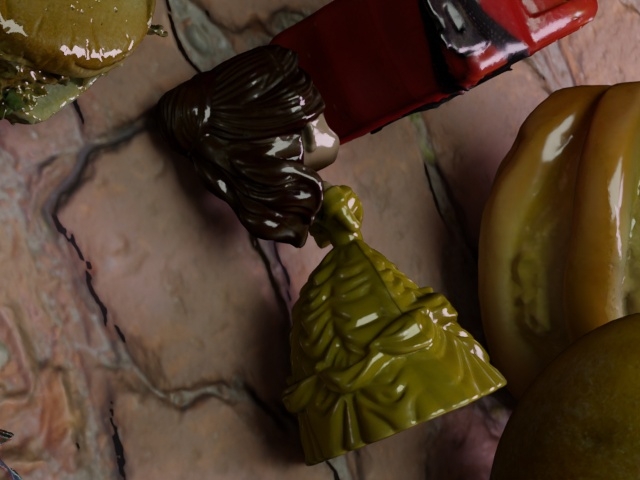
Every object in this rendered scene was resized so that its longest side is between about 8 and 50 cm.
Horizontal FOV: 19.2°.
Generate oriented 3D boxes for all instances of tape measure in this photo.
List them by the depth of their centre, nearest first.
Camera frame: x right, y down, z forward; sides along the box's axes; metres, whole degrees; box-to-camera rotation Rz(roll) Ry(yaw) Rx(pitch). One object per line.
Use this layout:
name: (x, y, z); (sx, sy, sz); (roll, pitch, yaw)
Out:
tape measure: (0.104, -0.174, 1.523); (0.260, 0.253, 0.114); (-26, 92, -39)

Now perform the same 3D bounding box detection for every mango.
mango: (0.241, 0.226, 1.517); (0.199, 0.221, 0.384); (-15, 127, -28)

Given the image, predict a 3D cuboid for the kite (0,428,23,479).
kite: (-0.268, 0.170, 1.248); (0.160, 0.010, 0.183); (56, 45, -12)

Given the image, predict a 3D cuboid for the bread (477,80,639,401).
bread: (0.268, 0.020, 1.611); (0.211, 0.270, 0.315); (-82, 168, -68)

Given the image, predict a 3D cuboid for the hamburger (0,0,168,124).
hamburger: (-0.219, -0.193, 1.318); (0.189, 0.122, 0.215); (-40, 103, -48)

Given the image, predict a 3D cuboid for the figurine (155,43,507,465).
figurine: (0.004, -0.002, 1.454); (0.187, 0.168, 0.315); (37, 30, -85)
